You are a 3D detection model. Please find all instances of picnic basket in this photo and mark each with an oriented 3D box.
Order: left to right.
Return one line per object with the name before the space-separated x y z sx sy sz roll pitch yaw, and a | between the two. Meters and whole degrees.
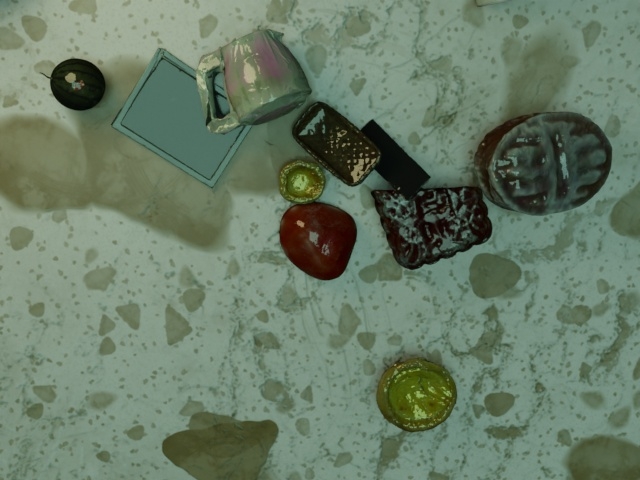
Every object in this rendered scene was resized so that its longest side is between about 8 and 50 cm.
picnic basket | 0.037 -0.201 1.849 0.193 0.055 0.110 43 97 12

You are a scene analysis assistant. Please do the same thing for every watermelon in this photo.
watermelon | -0.504 -0.319 1.775 0.133 0.105 0.105 14 102 -29

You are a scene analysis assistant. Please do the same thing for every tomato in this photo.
tomato | -0.008 0.004 1.904 0.174 0.082 0.167 18 102 -10

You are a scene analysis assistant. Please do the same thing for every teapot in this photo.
teapot | -0.139 -0.330 1.800 0.221 0.163 0.178 -24 88 42

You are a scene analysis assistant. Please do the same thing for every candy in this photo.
candy | 0.467 -0.164 1.857 0.289 0.157 0.215 -10 100 -17

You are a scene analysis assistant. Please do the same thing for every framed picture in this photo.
framed picture | -0.284 -0.257 1.858 0.252 0.014 0.197 32 98 -10

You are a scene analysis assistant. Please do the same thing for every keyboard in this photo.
keyboard | 0.146 -0.171 1.855 0.074 0.015 0.196 -43 66 2

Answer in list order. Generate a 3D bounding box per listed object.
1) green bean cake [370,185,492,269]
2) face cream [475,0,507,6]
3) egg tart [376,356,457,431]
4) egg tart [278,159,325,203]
green bean cake | 0.245 -0.054 1.901 0.232 0.097 0.199 -17 103 0
face cream | 0.335 -0.655 1.770 0.101 0.102 0.346 -14 104 -1
egg tart | 0.218 0.348 2.002 0.191 0.074 0.191 -1 103 -5
egg tart | -0.040 -0.126 1.892 0.105 0.039 0.105 -1 103 -4
